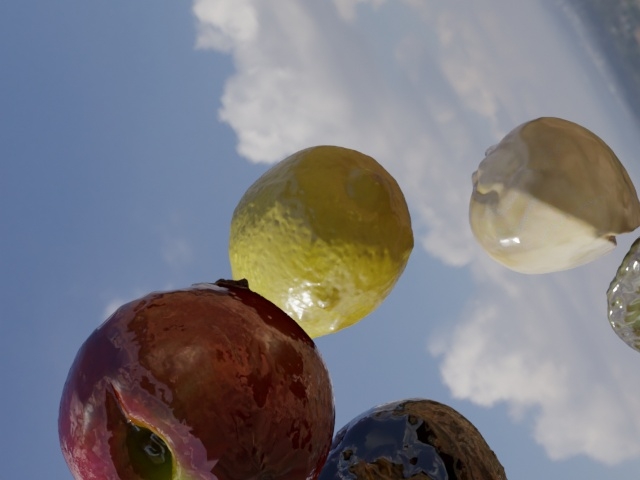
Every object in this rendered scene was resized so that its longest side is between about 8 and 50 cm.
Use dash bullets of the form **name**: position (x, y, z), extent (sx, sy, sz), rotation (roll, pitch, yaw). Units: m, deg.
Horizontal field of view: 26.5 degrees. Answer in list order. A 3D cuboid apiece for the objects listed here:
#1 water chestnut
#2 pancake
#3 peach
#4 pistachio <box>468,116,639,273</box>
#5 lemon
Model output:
- **water chestnut**: position (0.111, 0.396, 2.031), extent (0.302, 0.350, 0.350), rotation (32, -150, -54)
- **pancake**: position (0.458, 0.059, 1.663), extent (0.042, 0.222, 0.236), rotation (-82, -27, -47)
- **peach**: position (-0.115, 0.175, 1.442), extent (0.281, 0.281, 0.338), rotation (59, -157, -2)
- **pistachio**: position (0.284, -0.045, 1.611), extent (0.299, 0.187, 0.187), rotation (9, -129, -59)
- **lemon**: position (0.000, 0.000, 1.726), extent (0.233, 0.288, 0.234), rotation (16, -126, -24)
